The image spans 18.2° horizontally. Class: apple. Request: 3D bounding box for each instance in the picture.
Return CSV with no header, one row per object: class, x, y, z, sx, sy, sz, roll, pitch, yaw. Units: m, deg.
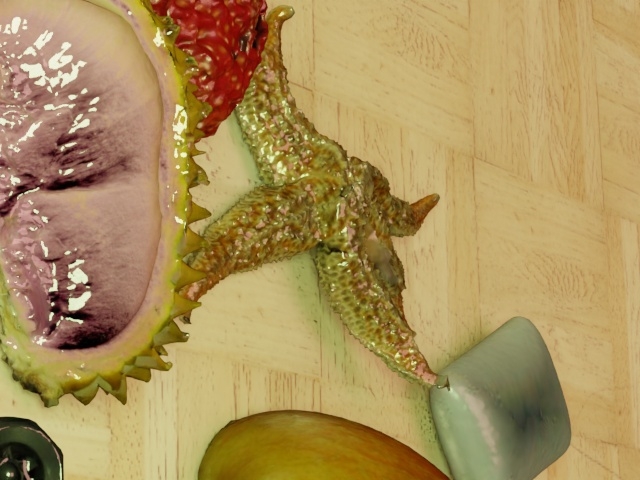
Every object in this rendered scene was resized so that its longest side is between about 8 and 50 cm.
apple,0.051,0.259,1.550,0.346,0.179,0.254,49,7,-35

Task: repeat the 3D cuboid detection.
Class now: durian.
durian,-0.154,-0.059,1.361,0.112,0.191,0.341,-36,110,-80

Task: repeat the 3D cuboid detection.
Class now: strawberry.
strawberry,-0.085,-0.163,1.531,0.228,0.098,0.174,-33,108,-51

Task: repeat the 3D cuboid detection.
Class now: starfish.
starfish,0.020,0.007,1.641,0.293,0.084,0.301,42,45,-37

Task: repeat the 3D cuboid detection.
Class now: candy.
candy,0.163,0.156,1.798,0.174,0.071,0.138,-30,104,-54

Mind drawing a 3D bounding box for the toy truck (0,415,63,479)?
toy truck,-0.231,0.214,1.205,0.165,0.147,0.224,-19,93,-32
